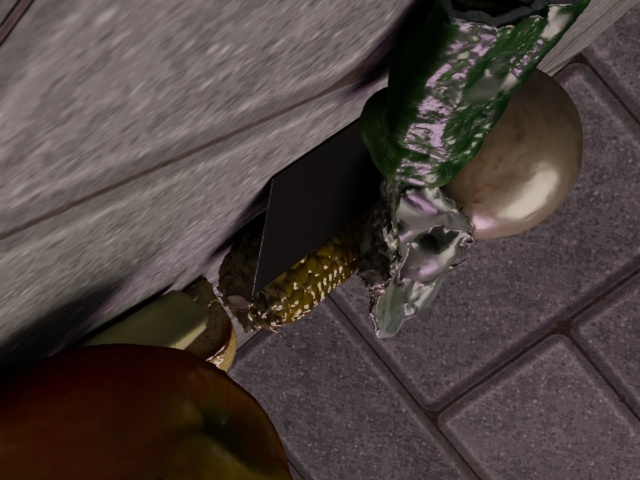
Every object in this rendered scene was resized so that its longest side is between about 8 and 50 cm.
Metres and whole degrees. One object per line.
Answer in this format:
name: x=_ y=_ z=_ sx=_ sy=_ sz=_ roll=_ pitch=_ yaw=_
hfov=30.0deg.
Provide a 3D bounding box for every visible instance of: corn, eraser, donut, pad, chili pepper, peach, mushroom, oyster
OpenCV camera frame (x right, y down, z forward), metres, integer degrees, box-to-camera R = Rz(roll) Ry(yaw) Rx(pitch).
corn: x=0.000 y=0.000 z=1.312 sx=0.318 sy=0.115 sz=0.115 roll=-36 pitch=175 yaw=-45
eraser: x=-0.195 y=0.117 z=1.157 sx=0.117 sy=0.058 sz=0.172 roll=-43 pitch=175 yaw=30
donut: x=-0.170 y=0.150 z=1.330 sx=0.217 sy=0.085 sz=0.141 roll=-46 pitch=163 yaw=-3
pad: x=0.025 y=-0.059 z=1.175 sx=0.245 sy=0.006 sz=0.170 roll=-37 pitch=154 yaw=-35
chili pepper: x=0.103 y=-0.123 z=0.912 sx=0.136 sy=0.099 sz=0.270 roll=-48 pitch=176 yaw=-29
peach: x=-0.194 y=0.247 z=0.952 sx=0.373 sy=0.290 sz=0.372 roll=-34 pitch=176 yaw=-3
mushroom: x=0.196 y=-0.101 z=1.354 sx=0.206 sy=0.206 sz=0.209 roll=-40 pitch=177 yaw=12
oyster: x=0.089 y=0.019 z=1.274 sx=0.199 sy=0.087 sz=0.252 roll=-49 pitch=147 yaw=15
